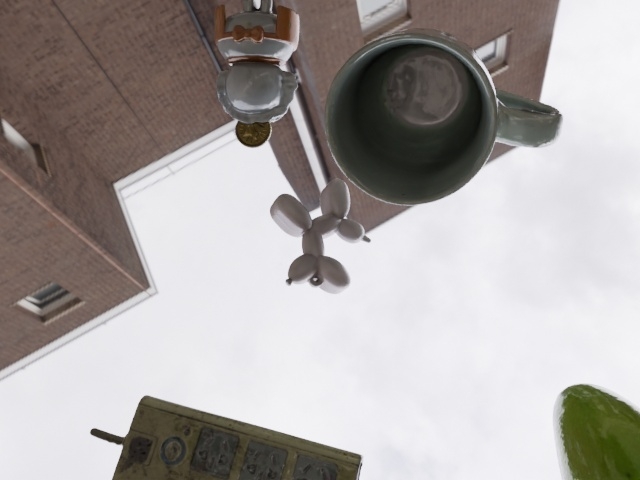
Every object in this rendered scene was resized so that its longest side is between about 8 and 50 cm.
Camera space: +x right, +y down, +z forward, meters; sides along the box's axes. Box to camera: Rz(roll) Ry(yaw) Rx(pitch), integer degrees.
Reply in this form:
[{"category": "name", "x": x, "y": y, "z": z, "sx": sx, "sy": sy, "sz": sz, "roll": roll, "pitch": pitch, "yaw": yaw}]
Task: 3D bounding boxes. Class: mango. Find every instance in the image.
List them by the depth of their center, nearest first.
[{"category": "mango", "x": 0.391, "y": 0.320, "z": 0.693, "sx": 0.156, "sy": 0.192, "sz": 0.343, "roll": -4, "pitch": -148, "yaw": -1}]

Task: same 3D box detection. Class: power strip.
[{"category": "power strip", "x": -0.091, "y": 0.209, "z": 0.501, "sx": 0.268, "sy": 0.034, "sz": 0.092, "roll": 11, "pitch": -109, "yaw": 12}]

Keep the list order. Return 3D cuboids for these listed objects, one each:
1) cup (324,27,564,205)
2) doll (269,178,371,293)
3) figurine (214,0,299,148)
[{"category": "cup", "x": 0.160, "y": -0.164, "z": 0.682, "sx": 0.258, "sy": 0.186, "sz": 0.234, "roll": 11, "pitch": -152, "yaw": 14}, {"category": "doll", "x": 0.000, "y": 0.000, "z": 0.795, "sx": 0.161, "sy": 0.059, "sz": 0.160, "roll": -21, "pitch": -102, "yaw": -32}, {"category": "figurine", "x": -0.104, "y": -0.290, "z": 0.888, "sx": 0.143, "sy": 0.143, "sz": 0.271, "roll": 2, "pitch": -100, "yaw": 14}]
